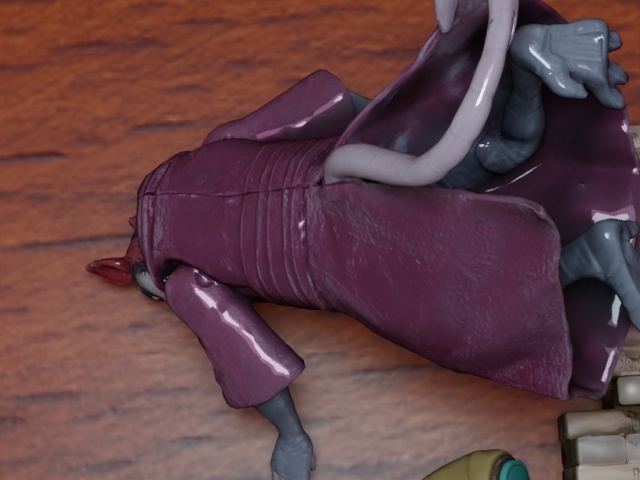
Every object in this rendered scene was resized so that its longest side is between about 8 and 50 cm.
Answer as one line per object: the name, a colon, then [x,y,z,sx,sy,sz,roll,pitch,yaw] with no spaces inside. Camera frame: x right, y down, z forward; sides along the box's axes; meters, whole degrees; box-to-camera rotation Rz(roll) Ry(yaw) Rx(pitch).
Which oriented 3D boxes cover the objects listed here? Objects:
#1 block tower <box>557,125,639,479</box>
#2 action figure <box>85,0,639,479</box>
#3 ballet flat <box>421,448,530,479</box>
block tower: [0.190,0.103,1.182,0.091,0.097,0.335,-4,81,0]
action figure: [0.000,0.000,1.109,0.370,0.276,0.248,-5,68,32]
ballet flat: [0.107,0.244,1.176,0.073,0.080,0.232,-15,76,26]
